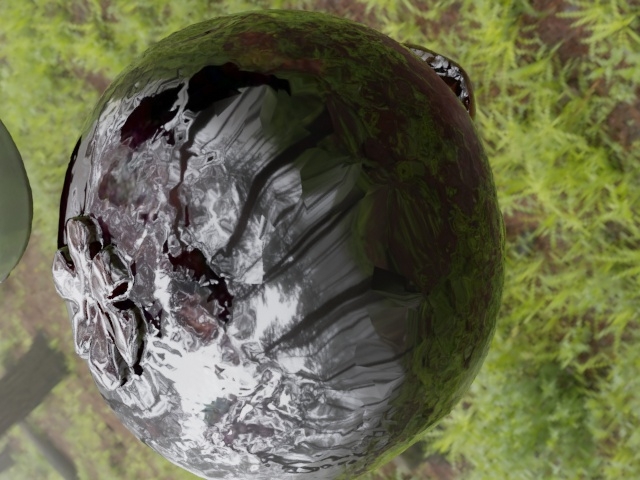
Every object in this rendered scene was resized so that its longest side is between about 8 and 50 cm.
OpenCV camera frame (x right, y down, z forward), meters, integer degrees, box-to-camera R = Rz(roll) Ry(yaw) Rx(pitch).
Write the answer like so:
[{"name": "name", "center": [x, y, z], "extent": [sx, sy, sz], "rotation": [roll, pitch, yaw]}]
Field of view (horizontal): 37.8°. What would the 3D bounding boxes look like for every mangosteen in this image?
[{"name": "mangosteen", "center": [0.000, 0.000, 0.777], "extent": [0.382, 0.435, 0.382], "rotation": [19, 116, 44]}]

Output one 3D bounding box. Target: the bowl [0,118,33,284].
[{"name": "bowl", "center": [-0.584, -0.048, 1.242], "extent": [0.353, 0.185, 0.354], "rotation": [5, 112, 14]}]
